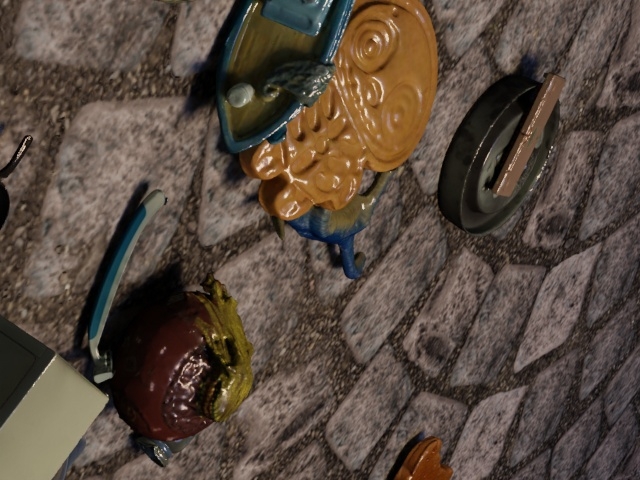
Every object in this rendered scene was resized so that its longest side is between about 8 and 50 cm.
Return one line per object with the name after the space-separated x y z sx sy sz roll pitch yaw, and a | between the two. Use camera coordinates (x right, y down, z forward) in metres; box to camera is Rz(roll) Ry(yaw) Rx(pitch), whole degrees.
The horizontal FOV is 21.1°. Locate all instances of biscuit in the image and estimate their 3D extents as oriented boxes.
0.120 0.397 2.491 0.183 0.043 0.280 -20 137 -46 | biscuit
0.028 -0.141 1.762 0.289 0.044 0.202 -44 128 -33 | biscuit

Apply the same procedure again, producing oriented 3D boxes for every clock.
0.227 -0.108 2.185 0.215 0.042 0.215 -40 146 -34 | clock

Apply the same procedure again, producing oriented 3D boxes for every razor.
-0.191 0.038 1.645 0.068 0.037 0.191 -116 -137 -72 | razor

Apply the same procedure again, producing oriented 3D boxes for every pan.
-0.278 -0.043 1.435 0.115 0.023 0.068 -57 151 0 | pan

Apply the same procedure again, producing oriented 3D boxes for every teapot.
-0.161 0.198 1.845 0.083 0.063 0.049 -47 118 -18 | teapot

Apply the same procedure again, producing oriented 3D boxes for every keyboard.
0.258 -0.133 2.151 0.055 0.017 0.166 4 113 -64 | keyboard

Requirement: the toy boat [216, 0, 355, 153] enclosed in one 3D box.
-0.032 -0.188 1.604 0.098 0.109 0.237 -72 -173 -79 | toy boat

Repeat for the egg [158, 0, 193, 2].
-0.127 -0.261 1.364 0.172 0.132 0.132 27 93 -50 | egg

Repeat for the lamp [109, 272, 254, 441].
-0.133 0.131 1.722 0.156 0.135 0.157 -41 149 -31 | lamp

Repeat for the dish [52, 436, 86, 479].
-0.325 0.226 1.551 0.236 0.086 0.228 -51 152 -16 | dish

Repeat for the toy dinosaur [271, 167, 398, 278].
0.000 0.000 1.890 0.248 0.075 0.188 -33 145 -52 | toy dinosaur

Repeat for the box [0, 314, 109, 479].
-0.323 0.144 1.326 0.225 0.225 0.117 -54 152 -11 | box
